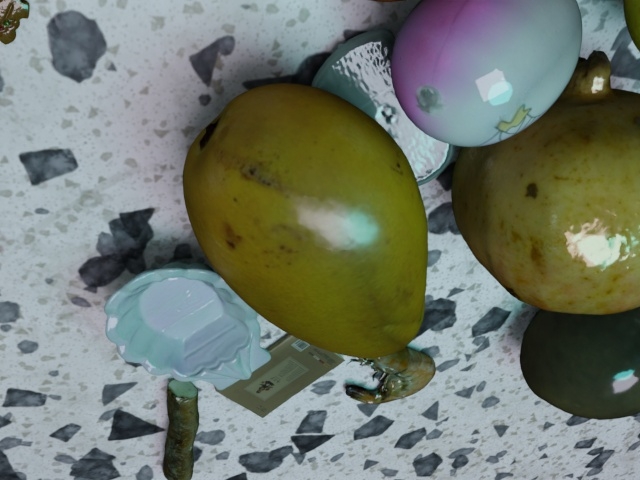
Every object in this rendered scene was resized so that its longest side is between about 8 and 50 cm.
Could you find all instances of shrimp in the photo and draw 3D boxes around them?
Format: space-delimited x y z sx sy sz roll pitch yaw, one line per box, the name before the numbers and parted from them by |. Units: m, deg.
shrimp | 0.093 0.237 1.273 0.169 0.058 0.296 -40 134 19

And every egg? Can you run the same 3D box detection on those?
egg | 0.198 -0.217 0.806 0.271 0.196 0.196 -29 145 -45

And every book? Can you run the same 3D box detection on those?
book | -0.070 0.236 1.236 0.198 0.016 0.138 -36 131 12

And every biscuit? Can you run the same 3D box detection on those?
biscuit | -0.352 -0.248 0.725 0.092 0.016 0.082 5 127 -25

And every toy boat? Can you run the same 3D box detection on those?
toy boat | -0.192 0.116 1.035 0.199 0.100 0.290 -30 131 7

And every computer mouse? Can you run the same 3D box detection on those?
computer mouse | 0.089 -0.166 0.915 0.128 0.079 0.231 -33 116 9

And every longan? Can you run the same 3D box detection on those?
longan | 0.508 0.193 1.264 0.300 0.300 0.243 -9 90 -12

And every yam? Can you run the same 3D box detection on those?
yam | -0.247 0.342 1.237 0.061 0.061 0.253 -2 129 -18

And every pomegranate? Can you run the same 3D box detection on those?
pomegranate | 0.338 -0.075 0.925 0.342 0.342 0.342 -10 131 -11

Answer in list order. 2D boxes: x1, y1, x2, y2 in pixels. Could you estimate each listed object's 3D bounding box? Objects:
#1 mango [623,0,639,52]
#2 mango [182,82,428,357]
mango | 0.509 -0.390 0.768 0.301 0.220 0.445 13 127 -18
mango | 0.000 0.000 0.891 0.300 0.232 0.446 3 144 30
